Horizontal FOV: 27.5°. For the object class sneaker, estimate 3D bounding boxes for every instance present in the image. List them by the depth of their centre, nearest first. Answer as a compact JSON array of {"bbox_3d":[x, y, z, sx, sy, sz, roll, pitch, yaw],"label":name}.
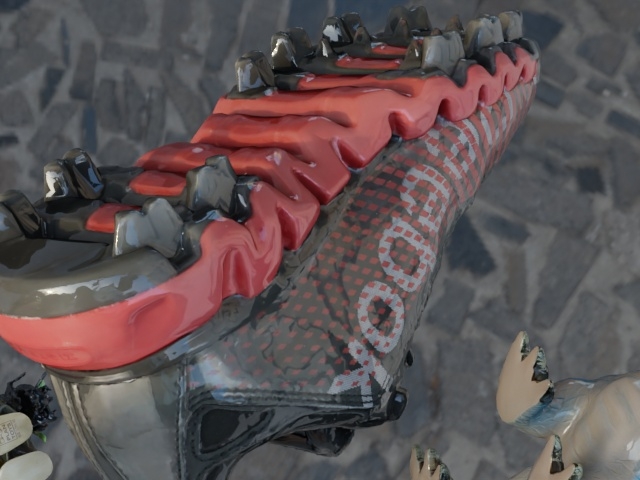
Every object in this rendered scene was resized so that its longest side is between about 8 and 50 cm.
[{"bbox_3d":[0.000,0.000,0.486,0.097,0.135,0.276,6,30,38],"label":"sneaker"}]

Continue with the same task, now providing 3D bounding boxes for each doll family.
[{"bbox_3d":[-0.141,0.120,0.601,0.076,0.111,0.193,-23,97,-18],"label":"doll family"}]

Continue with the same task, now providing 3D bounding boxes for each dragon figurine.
[{"bbox_3d":[0.115,0.108,0.495,0.144,0.289,0.085,10,43,-21],"label":"dragon figurine"}]
